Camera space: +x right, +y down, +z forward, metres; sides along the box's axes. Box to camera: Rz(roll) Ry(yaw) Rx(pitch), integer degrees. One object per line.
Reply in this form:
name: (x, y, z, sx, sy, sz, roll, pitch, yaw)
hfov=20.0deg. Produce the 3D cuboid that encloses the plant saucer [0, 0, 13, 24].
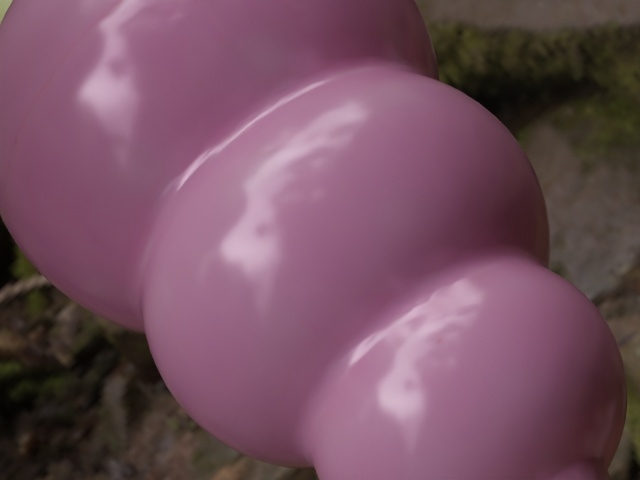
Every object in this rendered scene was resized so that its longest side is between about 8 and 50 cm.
plant saucer: (-0.263, -0.144, 1.346, 0.241, 0.037, 0.241, -19, 48, 22)

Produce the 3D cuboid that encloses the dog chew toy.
dog chew toy: (0.000, 0.000, 0.765, 0.206, 0.206, 0.332, -41, 62, 1)
